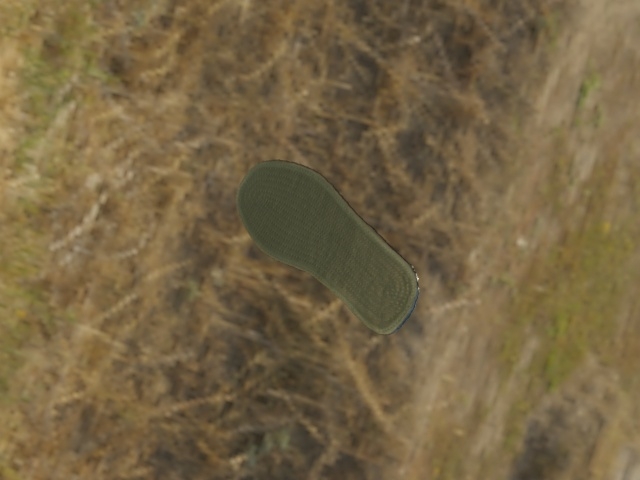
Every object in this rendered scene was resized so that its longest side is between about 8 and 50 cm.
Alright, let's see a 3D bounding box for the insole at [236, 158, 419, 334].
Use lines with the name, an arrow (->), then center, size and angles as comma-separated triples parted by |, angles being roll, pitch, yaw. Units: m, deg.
insole -> 0.000, 0.000, 0.743 | 0.002, 0.153, 0.053 | 17, 108, -43
